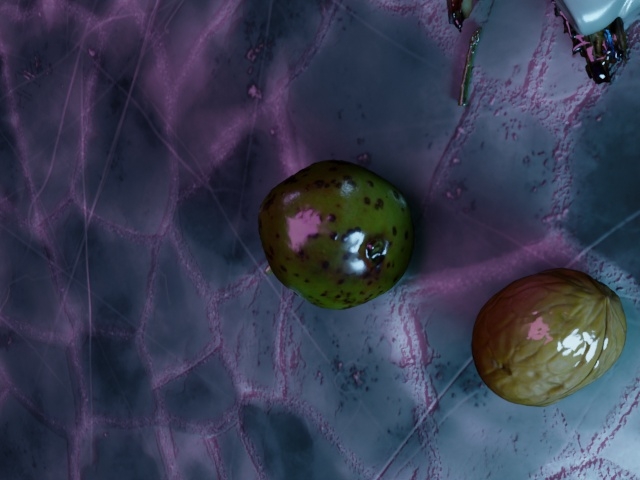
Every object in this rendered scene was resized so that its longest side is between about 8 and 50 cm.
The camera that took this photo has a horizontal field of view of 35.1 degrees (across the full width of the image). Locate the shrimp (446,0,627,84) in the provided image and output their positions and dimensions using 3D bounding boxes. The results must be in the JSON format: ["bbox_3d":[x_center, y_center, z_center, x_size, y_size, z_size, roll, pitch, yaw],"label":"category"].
[{"bbox_3d":[0.276,-0.316,1.327,0.222,0.054,0.290,-25,80,21],"label":"shrimp"}]

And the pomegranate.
[{"bbox_3d":[-0.008,-0.003,1.490,0.285,0.231,0.231,-10,85,39],"label":"pomegranate"}]

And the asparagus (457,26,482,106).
[{"bbox_3d":[0.212,-0.247,1.437,0.015,0.014,0.114,10,100,6],"label":"asparagus"}]

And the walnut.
[{"bbox_3d":[0.287,0.121,1.281,0.207,0.167,0.167,-42,65,39],"label":"walnut"}]

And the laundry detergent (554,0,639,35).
[{"bbox_3d":[0.385,-0.398,1.209,0.280,0.105,0.215,-32,84,10],"label":"laundry detergent"}]
